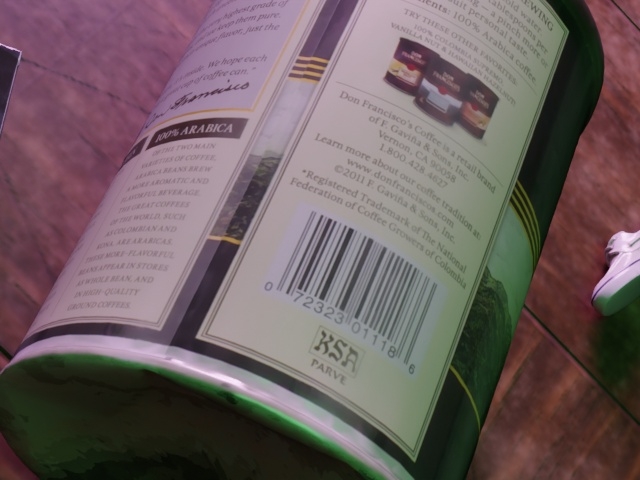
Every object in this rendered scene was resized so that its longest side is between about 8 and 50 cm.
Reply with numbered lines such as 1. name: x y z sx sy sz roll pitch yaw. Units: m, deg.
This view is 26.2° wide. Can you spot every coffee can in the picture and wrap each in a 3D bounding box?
1. coffee can: 0.000 0.000 0.639 0.201 0.201 0.275 34 57 -15

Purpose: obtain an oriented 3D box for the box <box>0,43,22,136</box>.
1. box: -0.229 -0.063 0.636 0.162 0.029 0.116 19 62 -22

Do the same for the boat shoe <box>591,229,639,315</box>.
1. boat shoe: 0.194 0.011 0.858 0.035 0.035 0.100 39 54 23
